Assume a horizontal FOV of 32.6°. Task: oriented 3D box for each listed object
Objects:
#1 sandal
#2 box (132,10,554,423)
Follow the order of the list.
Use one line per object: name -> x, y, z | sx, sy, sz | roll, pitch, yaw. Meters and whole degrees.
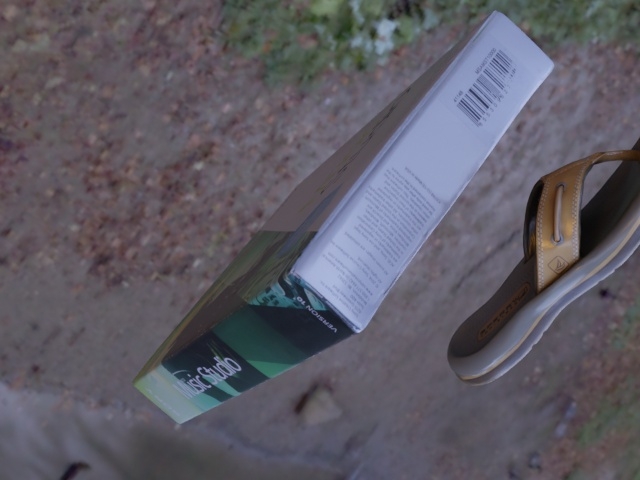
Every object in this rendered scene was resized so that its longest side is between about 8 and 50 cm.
sandal -> 0.116, -0.003, 0.539 | 0.180, 0.049, 0.072 | -49, -173, 19
box -> 0.000, 0.000, 0.746 | 0.232, 0.058, 0.322 | -51, -174, -30
